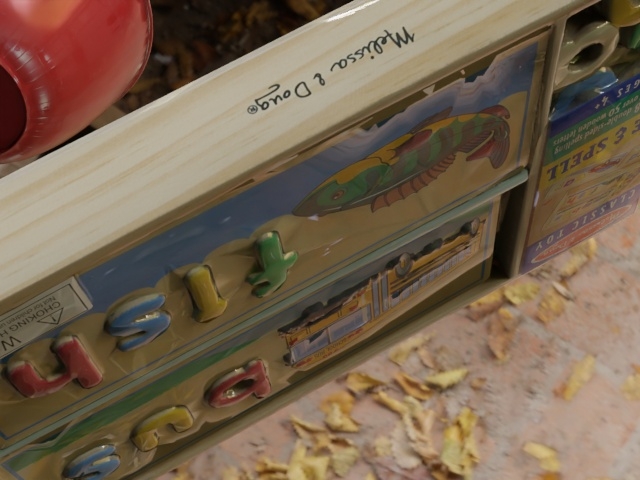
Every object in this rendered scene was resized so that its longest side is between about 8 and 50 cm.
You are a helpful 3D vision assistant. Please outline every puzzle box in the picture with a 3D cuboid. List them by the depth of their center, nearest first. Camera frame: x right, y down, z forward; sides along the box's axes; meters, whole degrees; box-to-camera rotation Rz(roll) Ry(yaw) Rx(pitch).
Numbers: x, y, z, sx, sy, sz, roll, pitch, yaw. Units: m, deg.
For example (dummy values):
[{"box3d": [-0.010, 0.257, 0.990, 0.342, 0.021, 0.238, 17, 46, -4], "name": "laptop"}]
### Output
[{"box3d": [0.000, 0.000, 0.559, 0.409, 0.272, 0.052, -28, 65, -9], "name": "puzzle box"}]

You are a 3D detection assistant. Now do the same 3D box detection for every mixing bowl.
[{"box3d": [-0.197, -0.111, 0.650, 0.181, 0.181, 0.098, -17, 38, 23], "name": "mixing bowl"}]
